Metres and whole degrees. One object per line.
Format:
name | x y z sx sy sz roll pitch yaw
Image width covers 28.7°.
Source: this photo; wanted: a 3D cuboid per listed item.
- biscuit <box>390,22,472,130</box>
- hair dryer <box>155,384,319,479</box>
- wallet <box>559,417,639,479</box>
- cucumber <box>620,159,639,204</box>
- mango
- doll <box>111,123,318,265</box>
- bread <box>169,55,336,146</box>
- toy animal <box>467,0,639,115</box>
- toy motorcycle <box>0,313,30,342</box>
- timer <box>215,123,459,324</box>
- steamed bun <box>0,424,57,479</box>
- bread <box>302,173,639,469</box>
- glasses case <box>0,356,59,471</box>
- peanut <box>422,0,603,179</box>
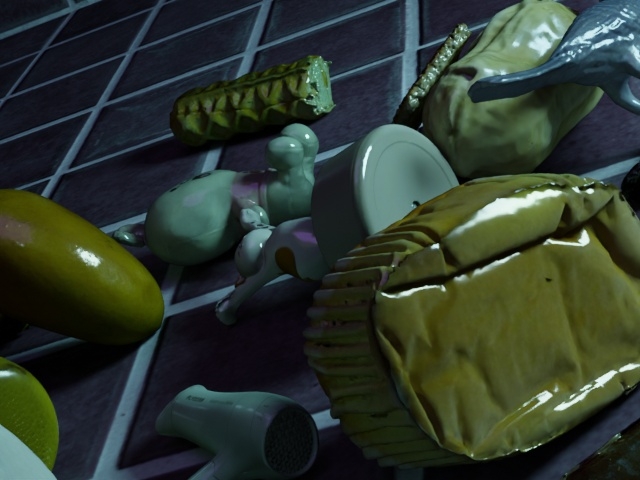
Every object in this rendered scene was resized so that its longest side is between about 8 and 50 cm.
biscuit | 0.118 -0.166 1.471 0.131 0.025 0.231 -54 -4 -14
hair dryer | -0.131 0.220 1.085 0.237 0.075 0.206 -47 25 -26
wallet | 0.288 0.142 0.884 0.232 0.031 0.122 -32 30 -13
cucumber | 0.379 -0.086 1.243 0.182 0.053 0.053 -28 25 -2
mango | -0.297 0.031 1.389 0.255 0.139 0.175 23 -1 12
doll | -0.115 -0.034 1.515 0.275 0.113 0.155 -27 15 10
bread | -0.108 -0.204 1.865 0.270 0.098 0.087 -11 -14 27
toy animal | 0.310 -0.188 1.318 0.367 0.206 0.081 -49 -1 -40
toy motorcycle | -0.450 0.034 1.632 0.342 0.142 0.206 2 73 43
timer | 0.000 0.000 1.306 0.266 0.175 0.175 -19 22 40
steamed bun | -0.322 0.275 0.879 0.309 0.309 0.309 -20 25 9
bread | 0.130 0.062 1.015 0.288 0.204 0.156 -33 8 -26
glasses case | -0.404 0.250 1.109 0.371 0.173 0.141 -38 29 -32
peanut | 0.221 -0.163 1.405 0.340 0.158 0.174 -50 1 -39
